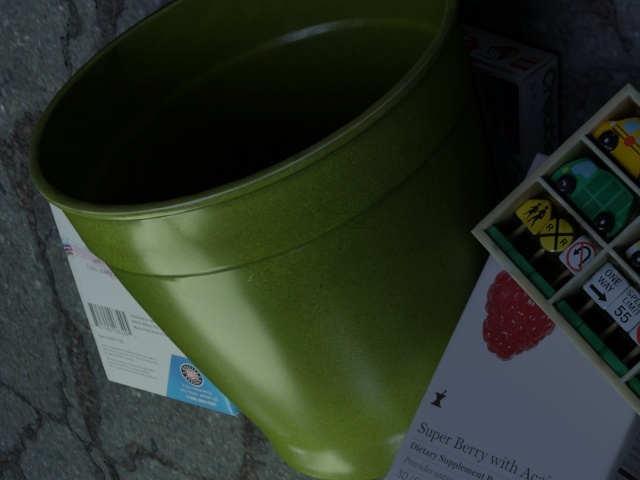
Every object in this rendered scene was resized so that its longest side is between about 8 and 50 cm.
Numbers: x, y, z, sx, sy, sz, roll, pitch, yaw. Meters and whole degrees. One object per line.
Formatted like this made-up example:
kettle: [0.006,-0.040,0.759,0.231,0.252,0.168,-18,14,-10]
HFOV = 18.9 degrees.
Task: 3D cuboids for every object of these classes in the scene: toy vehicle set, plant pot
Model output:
toy vehicle set: [0.253,0.028,1.397,0.267,0.166,0.035,49,-173,32]
plant pot: [0.000,0.000,1.593,0.366,0.366,0.353,8,134,44]

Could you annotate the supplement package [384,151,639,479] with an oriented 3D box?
supplement package: [0.213,0.110,1.514,0.177,0.293,0.175,20,171,35]

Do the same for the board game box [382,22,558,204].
board game box: [0.123,-0.050,1.719,0.193,0.053,0.305,24,134,35]

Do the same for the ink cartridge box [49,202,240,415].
ink cartridge box: [-0.119,-0.005,1.898,0.198,0.197,0.270,11,126,43]
